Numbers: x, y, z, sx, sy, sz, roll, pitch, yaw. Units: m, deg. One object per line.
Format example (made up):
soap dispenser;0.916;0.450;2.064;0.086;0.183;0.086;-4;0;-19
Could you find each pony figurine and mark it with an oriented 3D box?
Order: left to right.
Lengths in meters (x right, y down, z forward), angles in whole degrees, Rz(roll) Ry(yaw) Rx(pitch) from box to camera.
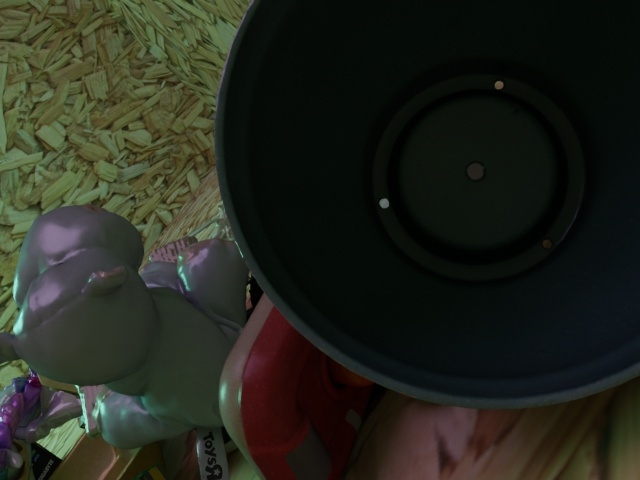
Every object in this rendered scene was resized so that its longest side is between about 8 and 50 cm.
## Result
pony figurine;-0.487;0.282;1.072;0.363;0.302;0.351;128;144;-57

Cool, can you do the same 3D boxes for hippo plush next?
hippo plush;-0.198;0.102;0.632;0.234;0.236;0.294;-37;49;19

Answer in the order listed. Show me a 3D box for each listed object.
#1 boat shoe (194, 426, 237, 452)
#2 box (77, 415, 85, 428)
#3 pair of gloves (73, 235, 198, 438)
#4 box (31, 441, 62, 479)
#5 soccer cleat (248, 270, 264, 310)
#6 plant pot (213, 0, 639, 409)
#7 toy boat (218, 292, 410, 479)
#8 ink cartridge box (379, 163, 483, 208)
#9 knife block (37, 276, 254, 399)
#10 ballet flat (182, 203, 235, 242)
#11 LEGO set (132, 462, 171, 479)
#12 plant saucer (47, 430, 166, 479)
boat shoe;-0.057;0.138;0.706;0.233;0.079;0.084;-41;14;21
box;-0.459;0.314;1.388;0.137;0.027;0.094;-46;43;8
pair of gloves;-0.224;0.121;0.876;0.240;0.042;0.204;-32;58;-9
box;-0.655;0.441;1.187;0.073;0.293;0.296;-40;18;29
soccer cleat;0.000;0.000;0.831;0.108;0.116;0.318;-25;29;27
plant pot;0.104;-0.056;0.436;0.293;0.293;0.196;-47;-12;6
toy boat;0.034;0.088;0.526;0.151;0.151;0.231;0;43;28
ink cartridge box;0.104;-0.056;0.731;0.134;0.078;0.231;-44;16;12
knife block;-0.235;0.120;0.955;0.088;0.275;0.242;61;-141;-63
ballet flat;-0.264;0.086;1.290;0.409;0.147;0.147;-50;16;-3
LEGO set;-0.196;0.352;0.493;0.331;0.192;0.255;-44;-14;6
plant saucer;-0.317;0.380;0.824;0.333;0.081;0.332;-56;17;-23
